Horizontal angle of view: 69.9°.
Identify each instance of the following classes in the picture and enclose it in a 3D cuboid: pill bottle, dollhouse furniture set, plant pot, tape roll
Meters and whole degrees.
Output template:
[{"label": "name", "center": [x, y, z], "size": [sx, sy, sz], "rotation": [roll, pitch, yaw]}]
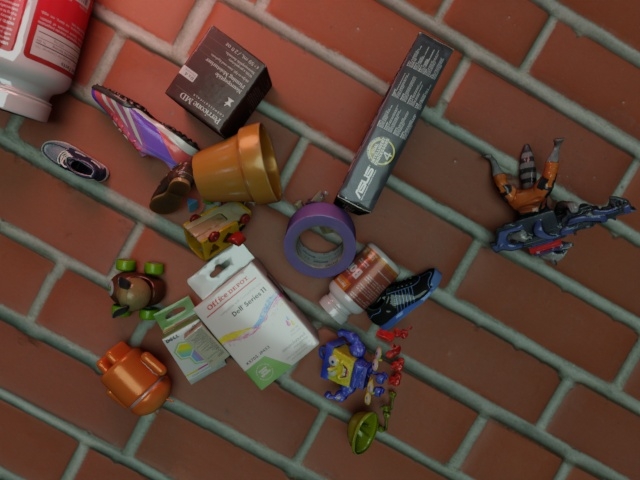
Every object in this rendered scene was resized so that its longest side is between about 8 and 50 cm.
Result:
[{"label": "pill bottle", "center": [-0.716, -0.514, 1.128], "size": [0.228, 0.229, 0.408], "rotation": [17, 92, -2]}, {"label": "dollhouse furniture set", "center": [-0.001, -0.080, 1.280], "size": [0.081, 0.090, 0.114], "rotation": [-49, 122, -38]}, {"label": "plant pot", "center": [-0.217, -0.180, 1.177], "size": [0.187, 0.205, 0.205], "rotation": [-12, 93, 5]}, {"label": "pill bottle", "center": [0.102, 0.119, 1.236], "size": [0.121, 0.121, 0.216], "rotation": [44, 90, -3]}, {"label": "tape roll", "center": [0.000, 0.000, 1.211], "size": [0.188, 0.080, 0.189], "rotation": [2, 119, 3]}]

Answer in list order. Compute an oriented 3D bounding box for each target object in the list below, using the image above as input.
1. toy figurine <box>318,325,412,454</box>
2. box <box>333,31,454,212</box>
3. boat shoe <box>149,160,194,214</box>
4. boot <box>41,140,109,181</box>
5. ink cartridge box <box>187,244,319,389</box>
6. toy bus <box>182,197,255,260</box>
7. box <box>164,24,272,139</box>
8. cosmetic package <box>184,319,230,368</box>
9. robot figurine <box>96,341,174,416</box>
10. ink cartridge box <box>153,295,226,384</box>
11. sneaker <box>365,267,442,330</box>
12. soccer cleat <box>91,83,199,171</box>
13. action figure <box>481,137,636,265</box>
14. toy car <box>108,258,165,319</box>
[{"label": "toy figurine", "center": [0.090, 0.366, 1.265], "size": [0.217, 0.191, 0.363], "rotation": [20, 110, 32]}, {"label": "box", "center": [0.158, -0.253, 1.121], "size": [0.097, 0.318, 0.395], "rotation": [26, 93, -3]}, {"label": "boat shoe", "center": [-0.385, -0.135, 1.198], "size": [0.073, 0.207, 0.073], "rotation": [22, 56, -35]}, {"label": "boot", "center": [-0.664, -0.216, 1.215], "size": [0.189, 0.086, 0.069], "rotation": [23, 92, -3]}, {"label": "ink cartridge box", "center": [-0.190, 0.191, 1.233], "size": [0.207, 0.119, 0.353], "rotation": [-40, 93, 1]}, {"label": "toy bus", "center": [-0.262, -0.032, 1.226], "size": [0.202, 0.191, 0.104], "rotation": [3, 136, -1]}, {"label": "box", "center": [-0.252, -0.392, 1.177], "size": [0.168, 0.167, 0.203], "rotation": [36, 92, -3]}, {"label": "cosmetic package", "center": [-0.296, 0.272, 1.194], "size": [0.060, 0.041, 0.115], "rotation": [-38, 107, -7]}, {"label": "robot figurine", "center": [-0.495, 0.378, 1.232], "size": [0.219, 0.128, 0.158], "rotation": [46, 70, -2]}, {"label": "ink cartridge box", "center": [-0.351, 0.268, 1.234], "size": [0.108, 0.062, 0.209], "rotation": [-28, 105, -9]}, {"label": "sneaker", "center": [0.226, 0.144, 1.261], "size": [0.232, 0.081, 0.090], "rotation": [-43, 100, 2]}, {"label": "soccer cleat", "center": [-0.480, -0.290, 1.211], "size": [0.318, 0.108, 0.116], "rotation": [34, 96, -5]}, {"label": "action figure", "center": [0.617, -0.101, 1.218], "size": [0.341, 0.178, 0.331], "rotation": [-11, 99, 24]}, {"label": "toy car", "center": [-0.499, 0.137, 1.187], "size": [0.148, 0.188, 0.155], "rotation": [7, 93, -2]}]
